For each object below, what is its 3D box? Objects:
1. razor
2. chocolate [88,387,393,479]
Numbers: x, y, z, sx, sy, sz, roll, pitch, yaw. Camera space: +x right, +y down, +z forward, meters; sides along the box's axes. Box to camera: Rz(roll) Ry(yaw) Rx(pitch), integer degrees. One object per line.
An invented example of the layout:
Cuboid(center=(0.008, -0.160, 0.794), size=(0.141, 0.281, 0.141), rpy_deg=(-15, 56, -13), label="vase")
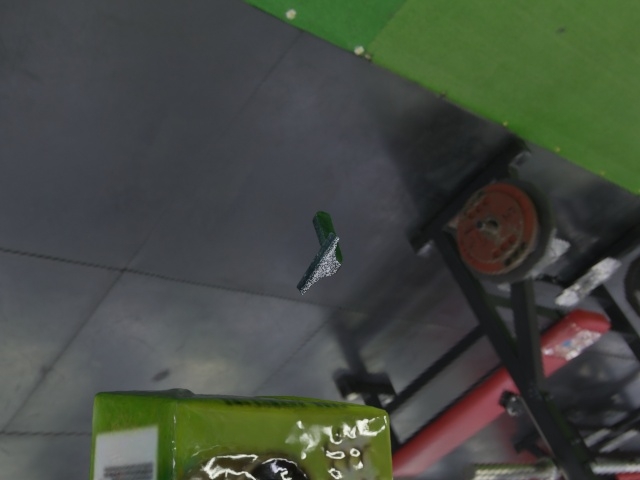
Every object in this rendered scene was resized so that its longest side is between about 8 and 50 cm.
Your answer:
Cuboid(center=(0.005, 0.003, 0.803), size=(0.033, 0.190, 0.066), rpy_deg=(30, 103, -9), label="razor")
Cuboid(center=(-0.059, 0.288, 0.706), size=(0.288, 0.301, 0.137), rpy_deg=(12, 158, -38), label="chocolate")
